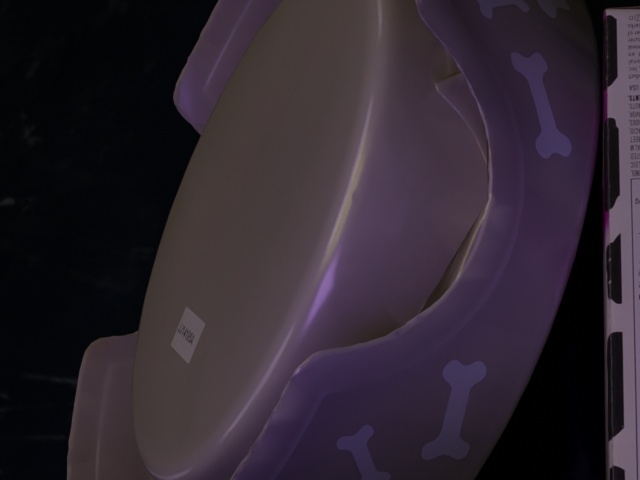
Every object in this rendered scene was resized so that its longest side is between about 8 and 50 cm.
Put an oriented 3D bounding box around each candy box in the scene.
[{"bbox_3d":[0.139,0.052,0.677,0.071,0.159,0.233,-1,57,10],"label":"candy box"}]

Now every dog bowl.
[{"bbox_3d":[0.000,0.000,0.827,0.349,0.102,0.349,-55,23,37],"label":"dog bowl"}]
